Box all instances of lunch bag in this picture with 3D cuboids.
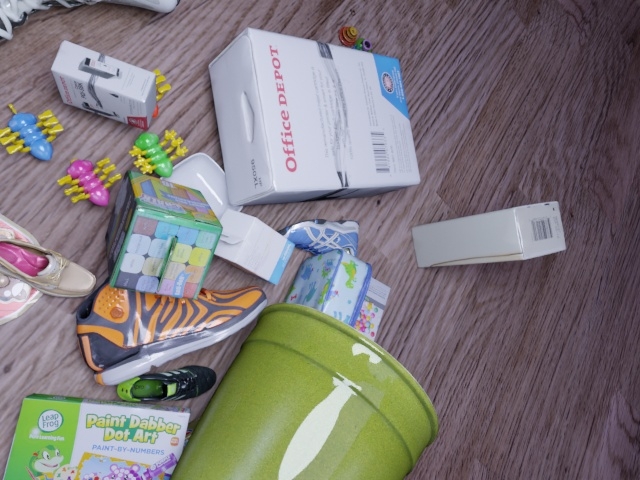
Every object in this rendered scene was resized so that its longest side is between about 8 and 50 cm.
[{"bbox_3d":[0.002,0.116,0.890,0.090,0.219,0.176,28,70,-18],"label":"lunch bag"}]

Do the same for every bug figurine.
[{"bbox_3d":[-0.370,-0.175,0.781,0.279,0.072,0.216,-31,88,-25],"label":"bug figurine"}]

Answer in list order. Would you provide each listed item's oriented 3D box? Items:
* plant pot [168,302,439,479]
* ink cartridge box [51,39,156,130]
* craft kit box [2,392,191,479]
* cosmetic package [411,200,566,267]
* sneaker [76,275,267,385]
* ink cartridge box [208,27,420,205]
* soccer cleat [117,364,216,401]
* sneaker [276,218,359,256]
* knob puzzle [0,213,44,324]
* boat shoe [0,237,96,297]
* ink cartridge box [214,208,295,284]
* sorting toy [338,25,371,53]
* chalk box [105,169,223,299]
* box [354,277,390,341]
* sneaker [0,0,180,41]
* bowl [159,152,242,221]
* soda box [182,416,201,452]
[{"bbox_3d":[-0.060,0.353,0.712,0.366,0.366,0.353,51,55,-15],"label":"plant pot"},{"bbox_3d":[-0.333,-0.238,0.717,0.135,0.099,0.056,17,71,-14],"label":"ink cartridge box"},{"bbox_3d":[-0.350,0.379,0.710,0.249,0.061,0.247,10,75,-14],"label":"craft kit box"},{"bbox_3d":[0.381,-0.008,1.077,0.160,0.309,0.113,-8,87,-30],"label":"cosmetic package"},{"bbox_3d":[-0.254,0.103,0.795,0.321,0.124,0.180,-22,96,-31],"label":"sneaker"},{"bbox_3d":[-0.001,-0.231,0.934,0.394,0.166,0.286,-8,88,-40],"label":"ink cartridge box"},{"bbox_3d":[-0.257,0.254,0.797,0.178,0.072,0.060,6,82,-40],"label":"soccer cleat"},{"bbox_3d":[0.000,0.000,0.983,0.211,0.080,0.081,-2,82,-30],"label":"sneaker"},{"bbox_3d":[-0.517,0.047,0.702,0.213,0.030,0.213,5,81,-30],"label":"knob puzzle"},{"bbox_3d":[-0.432,0.044,0.716,0.170,0.059,0.063,27,59,-37],"label":"boat shoe"},{"bbox_3d":[-0.135,0.009,0.859,0.143,0.092,0.090,39,73,-50],"label":"ink cartridge box"},{"bbox_3d":[0.092,-0.487,1.122,0.101,0.042,0.061,19,74,-28],"label":"sorting toy"},{"bbox_3d":[-0.240,0.000,0.701,0.132,0.213,0.133,15,109,-34],"label":"chalk box"},{"bbox_3d":[0.069,0.162,1.029,0.145,0.038,0.186,30,71,-24],"label":"box"},{"bbox_3d":[-0.464,-0.382,0.735,0.447,0.169,0.258,7,89,-22],"label":"sneaker"},{"bbox_3d":[-0.236,-0.079,0.870,0.142,0.053,0.142,-45,106,-26],"label":"bowl"},{"bbox_3d":[-0.200,0.418,0.823,0.058,0.061,0.182,-23,95,-31],"label":"soda box"}]
